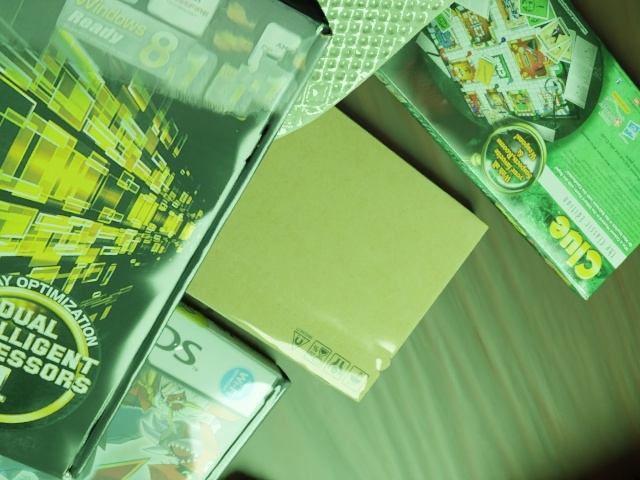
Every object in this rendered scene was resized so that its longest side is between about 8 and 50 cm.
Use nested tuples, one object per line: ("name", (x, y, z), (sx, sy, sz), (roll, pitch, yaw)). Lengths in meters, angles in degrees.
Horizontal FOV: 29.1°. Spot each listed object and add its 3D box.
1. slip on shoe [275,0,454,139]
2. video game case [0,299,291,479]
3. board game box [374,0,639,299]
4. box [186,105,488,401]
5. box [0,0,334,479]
("slip on shoe", (-0.008, -0.162, 0.777), (0.331, 0.101, 0.123), (-36, 136, 3))
("video game case", (-0.196, 0.137, 0.835), (0.248, 0.035, 0.275), (37, 92, -25))
("board game box", (0.160, -0.087, 0.893), (0.136, 0.030, 0.260), (-46, 115, -3))
("box", (0.000, 0.000, 0.868), (0.201, 0.021, 0.164), (35, 92, -24))
("box", (-0.239, -0.080, 0.667), (0.395, 0.097, 0.318), (27, 106, -16))
